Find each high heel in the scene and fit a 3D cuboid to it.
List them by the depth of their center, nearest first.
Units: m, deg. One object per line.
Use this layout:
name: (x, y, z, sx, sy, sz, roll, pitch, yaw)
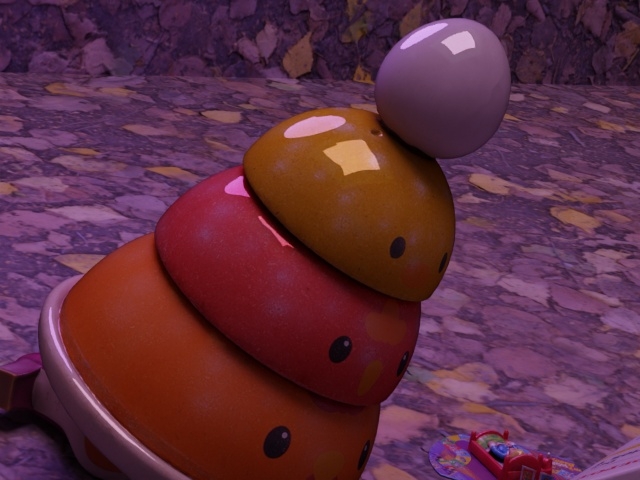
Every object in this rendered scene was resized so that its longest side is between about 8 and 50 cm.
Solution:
high heel: (-0.215, 0.173, 1.754, 0.244, 0.082, 0.117, 15, 8, 30)

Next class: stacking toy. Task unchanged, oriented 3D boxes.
stacking toy: (0.000, 0.000, 1.602, 0.350, 0.480, 0.350, 31, 20, -13)

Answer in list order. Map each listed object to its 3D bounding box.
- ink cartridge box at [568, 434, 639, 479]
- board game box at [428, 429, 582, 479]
ink cartridge box: (0.368, 0.227, 1.665, 0.201, 0.117, 0.278, -23, -3, 35)
board game box: (0.199, 0.224, 1.864, 0.168, 0.033, 0.133, 16, 19, 18)
